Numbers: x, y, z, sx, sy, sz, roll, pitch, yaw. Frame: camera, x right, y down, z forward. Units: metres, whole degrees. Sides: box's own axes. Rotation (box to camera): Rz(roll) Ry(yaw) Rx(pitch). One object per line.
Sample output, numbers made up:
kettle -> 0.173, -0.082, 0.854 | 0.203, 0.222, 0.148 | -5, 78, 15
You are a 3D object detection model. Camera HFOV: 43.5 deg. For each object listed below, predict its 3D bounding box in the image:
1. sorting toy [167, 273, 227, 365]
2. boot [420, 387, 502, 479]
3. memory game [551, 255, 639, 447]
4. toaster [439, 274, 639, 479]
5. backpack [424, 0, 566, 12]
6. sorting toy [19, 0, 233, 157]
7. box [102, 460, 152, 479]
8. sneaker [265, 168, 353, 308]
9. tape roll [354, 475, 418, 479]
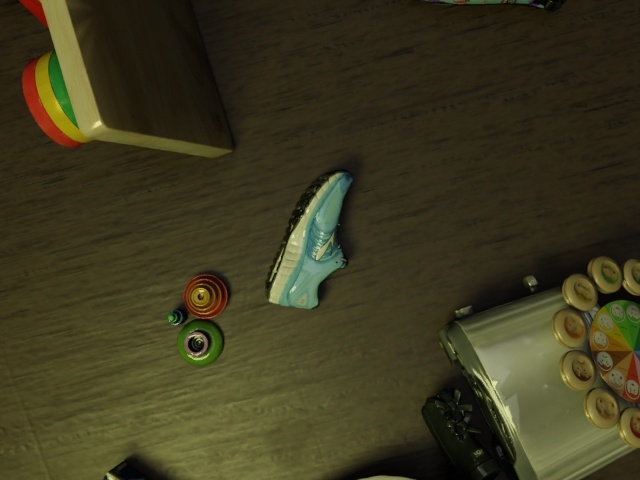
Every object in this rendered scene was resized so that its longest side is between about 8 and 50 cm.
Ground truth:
sorting toy -> -0.136, 0.086, 0.869 | 0.061, 0.042, 0.101 | 6, 87, 4
boot -> 0.137, 0.218, 0.834 | 0.045, 0.121, 0.099 | -16, 56, -23
memory game -> 0.294, 0.101, 0.749 | 0.186, 0.012, 0.186 | 8, 69, -22
toaster -> 0.228, 0.151, 0.800 | 0.147, 0.129, 0.226 | -25, 83, 0
backpack -> 0.166, -0.311, 0.823 | 0.173, 0.158, 0.116 | 0, 78, 15
sorting toy -> -0.213, -0.203, 0.794 | 0.089, 0.255, 0.257 | -19, 86, 18
box -> -0.163, 0.306, 0.850 | 0.169, 0.059, 0.054 | 33, 88, 5
sneaker -> 0.000, 0.000, 0.867 | 0.073, 0.063, 0.162 | 23, 93, -13
tape roll -> 0.033, 0.354, 0.720 | 0.286, 0.286, 0.100 | -35, 113, 1
